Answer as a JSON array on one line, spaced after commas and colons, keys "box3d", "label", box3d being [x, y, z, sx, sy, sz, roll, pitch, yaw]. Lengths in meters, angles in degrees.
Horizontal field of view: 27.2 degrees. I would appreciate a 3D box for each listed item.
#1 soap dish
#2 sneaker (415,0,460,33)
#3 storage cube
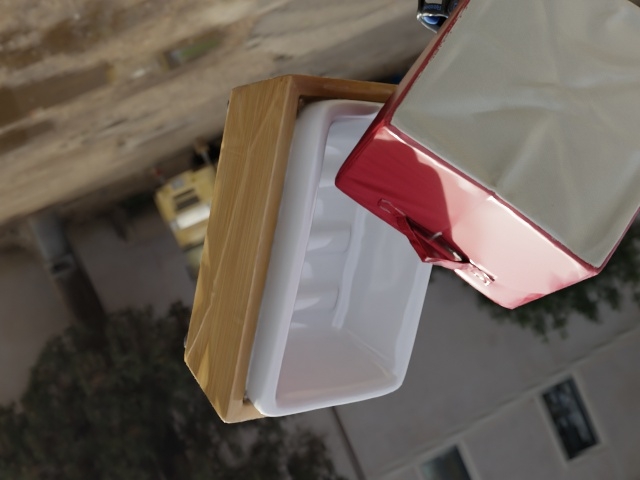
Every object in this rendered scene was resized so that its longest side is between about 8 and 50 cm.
[{"box3d": [0.000, 0.000, 1.155, 0.118, 0.291, 0.229, 19, -166, 36], "label": "soap dish"}, {"box3d": [0.123, -0.284, 1.294, 0.079, 0.217, 0.121, 5, -123, 35], "label": "sneaker"}, {"box3d": [0.147, -0.082, 0.985, 0.215, 0.183, 0.193, -55, -178, -14], "label": "storage cube"}]
